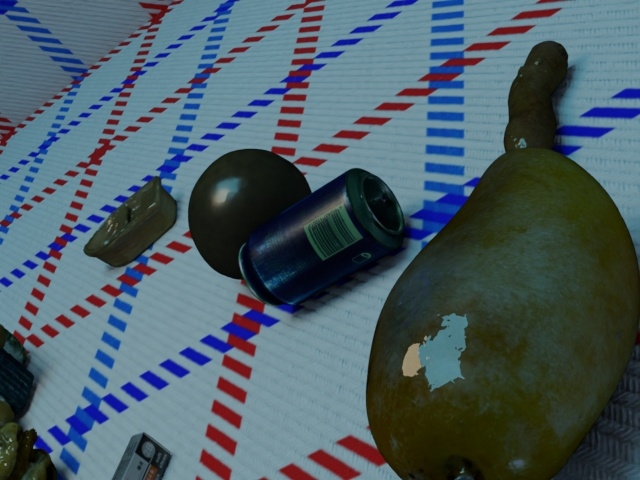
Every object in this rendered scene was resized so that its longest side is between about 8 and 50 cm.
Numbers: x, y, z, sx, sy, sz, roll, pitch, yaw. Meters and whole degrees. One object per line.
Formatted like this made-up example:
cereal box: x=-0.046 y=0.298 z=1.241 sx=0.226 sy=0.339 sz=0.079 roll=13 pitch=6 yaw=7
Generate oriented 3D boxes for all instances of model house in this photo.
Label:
model house: x=-0.585 y=0.249 z=1.896 sx=0.253 sy=0.184 sz=0.291 roll=-50 pitch=30 yaw=-19

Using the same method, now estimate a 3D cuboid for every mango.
mango: x=0.163 y=0.064 z=0.997 sx=0.221 sy=0.199 sz=0.384 roll=-26 pitch=31 yaw=39

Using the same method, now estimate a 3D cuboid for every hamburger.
hamburger: x=-0.449 y=0.366 z=1.596 sx=0.206 sy=0.130 sz=0.183 roll=-53 pitch=17 yaw=31

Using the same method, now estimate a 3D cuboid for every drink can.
drink can: x=0.000 y=0.000 z=1.434 sx=0.205 sy=0.118 sz=0.118 roll=-29 pitch=30 yaw=29

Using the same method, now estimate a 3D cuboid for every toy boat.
toy boat: x=-0.339 y=-0.020 z=2.038 sx=0.188 sy=0.061 sz=0.116 roll=-38 pitch=28 yaw=15

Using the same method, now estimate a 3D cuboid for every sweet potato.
sweet potato: x=0.243 y=-0.131 z=1.328 sx=0.067 sy=0.059 sz=0.281 roll=-35 pitch=25 yaw=41

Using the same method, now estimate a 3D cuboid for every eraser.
eraser: x=-0.231 y=0.302 z=1.411 sx=0.029 sy=0.052 sz=0.122 roll=-23 pitch=33 yaw=40

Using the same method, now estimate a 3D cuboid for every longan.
longan: x=-0.089 y=-0.032 z=1.585 sx=0.204 sy=0.159 sz=0.184 roll=25 pitch=88 yaw=24
